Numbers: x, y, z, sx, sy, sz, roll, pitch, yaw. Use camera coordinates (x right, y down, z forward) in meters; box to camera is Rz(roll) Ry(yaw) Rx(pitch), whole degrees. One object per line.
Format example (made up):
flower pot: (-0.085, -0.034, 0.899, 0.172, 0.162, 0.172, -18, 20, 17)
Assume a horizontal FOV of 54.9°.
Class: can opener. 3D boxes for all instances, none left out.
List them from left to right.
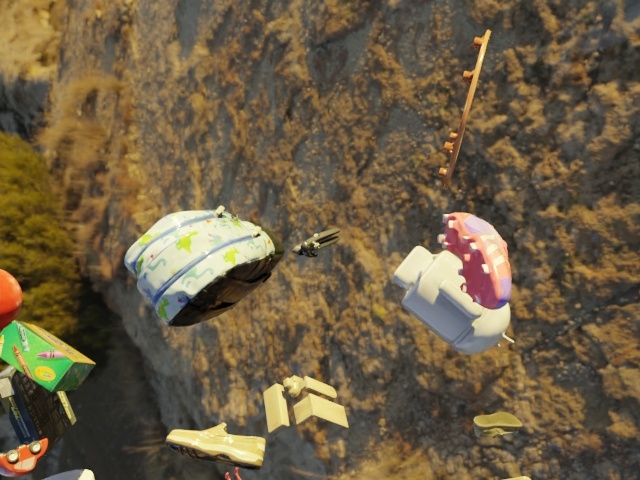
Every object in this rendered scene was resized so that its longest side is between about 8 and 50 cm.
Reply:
can opener: (0.000, 0.000, 1.795, 0.073, 0.186, 0.059, 25, 124, 33)

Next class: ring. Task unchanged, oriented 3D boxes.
ring: (0.300, -0.273, 1.304, 0.336, 0.032, 0.337, 16, -90, -79)

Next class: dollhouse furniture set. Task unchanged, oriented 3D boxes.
dollhouse furniture set: (-0.039, 0.421, 1.536, 0.151, 0.123, 0.144, -39, 41, 24)

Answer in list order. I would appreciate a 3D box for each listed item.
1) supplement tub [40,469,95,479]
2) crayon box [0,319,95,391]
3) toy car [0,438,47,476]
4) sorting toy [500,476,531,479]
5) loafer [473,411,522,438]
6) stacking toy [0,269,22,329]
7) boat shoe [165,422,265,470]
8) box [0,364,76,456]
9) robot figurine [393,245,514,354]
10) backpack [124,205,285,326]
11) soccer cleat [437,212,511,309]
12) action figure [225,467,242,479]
supplement tub: (-0.644, 0.788, 1.569, 0.241, 0.241, 0.331, -7, 96, 60)
crayon box: (-0.637, 0.272, 1.435, 0.081, 0.165, 0.278, -56, 2, -16)
toy car: (-0.615, 0.418, 1.055, 0.239, 0.225, 0.053, 47, -156, -83)
sorting toy: (0.485, 0.778, 1.577, 0.229, 0.041, 0.307, -30, 71, 37)
loafer: (0.457, 0.483, 1.605, 0.056, 0.148, 0.050, -122, 42, -60)
stacking toy: (-0.500, 0.088, 0.716, 0.141, 0.330, 0.141, 2, 97, 22)
boat shoe: (-0.200, 0.389, 1.196, 0.068, 0.190, 0.072, 115, 169, -55)
box: (-0.734, 0.416, 1.594, 0.183, 0.059, 0.233, -80, -27, -77)
robot figurine: (0.364, 0.168, 1.673, 0.200, 0.353, 0.300, -50, -8, 1)
backpack: (-0.263, 0.063, 1.365, 0.290, 0.273, 0.355, -36, 9, 13)
soccer cleat: (0.243, 0.023, 0.901, 0.248, 0.095, 0.083, -101, 18, -67)
action figure: (-0.155, 0.523, 1.265, 0.115, 0.038, 0.030, 48, 137, 32)
